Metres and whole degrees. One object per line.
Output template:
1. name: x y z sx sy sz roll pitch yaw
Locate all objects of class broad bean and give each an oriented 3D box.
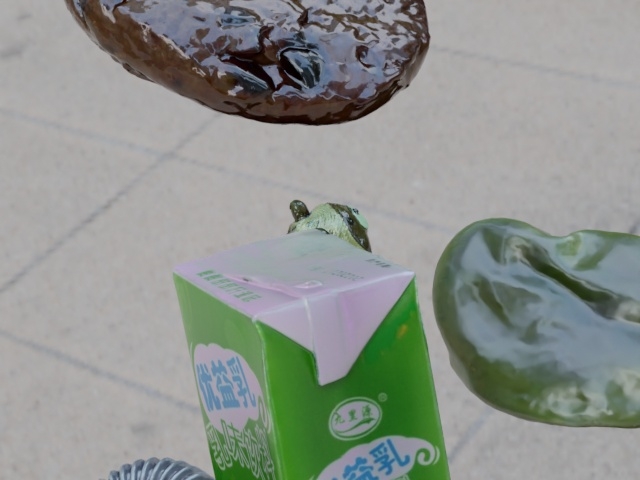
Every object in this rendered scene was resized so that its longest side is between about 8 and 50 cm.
1. broad bean: 0.165 0.055 0.968 0.206 0.072 0.153 26 78 41

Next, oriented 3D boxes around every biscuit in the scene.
1. biscuit: -0.037 -0.124 0.729 0.192 0.049 0.192 9 41 -8

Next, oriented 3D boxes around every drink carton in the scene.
1. drink carton: 0.003 0.139 0.868 0.108 0.271 0.161 -15 15 -20

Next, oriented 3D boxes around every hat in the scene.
1. hat: 0.001 0.000 1.256 0.076 0.059 0.077 -32 39 20

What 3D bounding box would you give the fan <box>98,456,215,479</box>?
1. fan: -0.169 0.228 1.020 0.244 0.074 0.130 -11 62 14
